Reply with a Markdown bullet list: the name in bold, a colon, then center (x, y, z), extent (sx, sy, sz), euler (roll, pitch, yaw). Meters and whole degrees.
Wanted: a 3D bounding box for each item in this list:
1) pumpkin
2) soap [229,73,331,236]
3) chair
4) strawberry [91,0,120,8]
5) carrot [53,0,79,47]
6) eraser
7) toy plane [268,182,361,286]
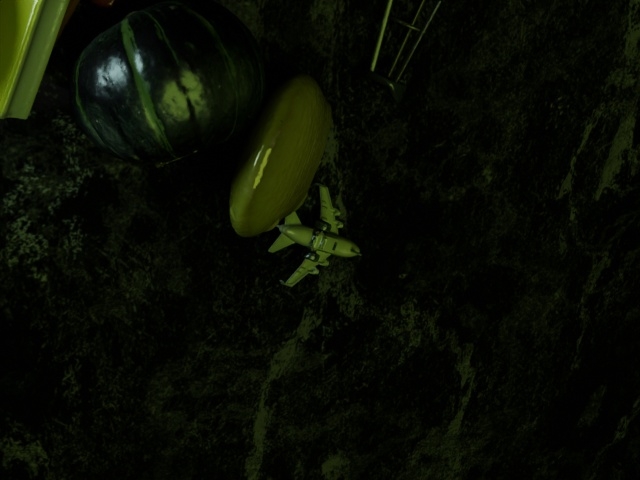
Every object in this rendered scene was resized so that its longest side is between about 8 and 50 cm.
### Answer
- **pumpkin**: center (-0.247, -0.255, 1.431), extent (0.323, 0.323, 0.241), euler (-27, 108, -16)
- **soap**: center (-0.075, -0.151, 1.617), extent (0.115, 0.427, 0.306), euler (27, 95, 4)
- **chair**: center (0.150, -0.390, 1.757), extent (0.095, 0.104, 0.222), euler (16, 107, -11)
- **strawberry**: center (-0.250, -0.490, 1.391), extent (0.253, 0.150, 0.280), euler (22, 122, -16)
- **carrot**: center (-0.419, -0.345, 1.381), extent (0.069, 0.069, 0.336), euler (21, 126, -40)
- **eraser**: center (-0.484, -0.311, 1.345), extent (0.226, 0.158, 0.069), euler (-64, 162, 17)
- **toy plane**: center (0.000, 0.000, 1.917), extent (0.244, 0.092, 0.229), euler (18, 95, -36)
